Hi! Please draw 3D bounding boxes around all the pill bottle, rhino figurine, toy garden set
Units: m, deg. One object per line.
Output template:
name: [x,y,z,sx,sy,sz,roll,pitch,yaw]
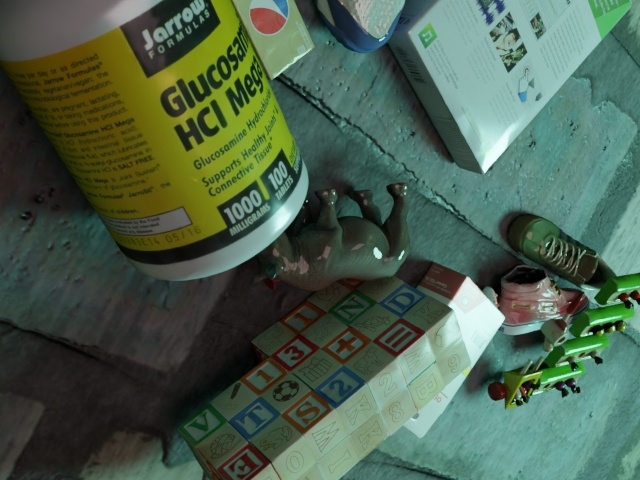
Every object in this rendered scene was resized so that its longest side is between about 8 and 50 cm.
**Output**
pill bottle: [-0.151,-0.143,0.734,0.188,0.188,0.334,-40,127,-19]
rhino figurine: [0.000,0.000,0.965,0.243,0.073,0.106,-8,87,-34]
toy garden set: [0.367,0.154,1.275,0.203,0.049,0.244,-6,137,-36]

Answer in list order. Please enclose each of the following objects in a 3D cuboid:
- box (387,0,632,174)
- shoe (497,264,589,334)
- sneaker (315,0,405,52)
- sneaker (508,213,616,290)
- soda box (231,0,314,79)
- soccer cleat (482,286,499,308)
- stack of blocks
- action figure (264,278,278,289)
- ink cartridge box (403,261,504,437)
box: [0.236,-0.272,1.072,0.322,0.058,0.232,-46,129,-12]
shoe: [0.322,0.077,1.268,0.178,0.063,0.081,-10,118,-30]
sneaker: [0.075,-0.330,0.876,0.112,0.131,0.296,-6,112,-38]
sneaker: [0.352,0.021,1.254,0.192,0.086,0.064,28,89,-41]
soda box: [-0.076,-0.246,0.838,0.061,0.058,0.181,-40,128,-18]
soccer cleat: [0.224,0.104,1.227,0.035,0.029,0.083,-11,118,-39]
stack of blocks: [-0.003,0.162,0.980,0.297,0.171,0.087,-37,126,-20]
action figure: [-0.009,0.030,1.019,0.115,0.030,0.038,-14,111,-35]
ink cartridge box: [0.140,0.144,1.152,0.198,0.067,0.115,-54,130,-10]
